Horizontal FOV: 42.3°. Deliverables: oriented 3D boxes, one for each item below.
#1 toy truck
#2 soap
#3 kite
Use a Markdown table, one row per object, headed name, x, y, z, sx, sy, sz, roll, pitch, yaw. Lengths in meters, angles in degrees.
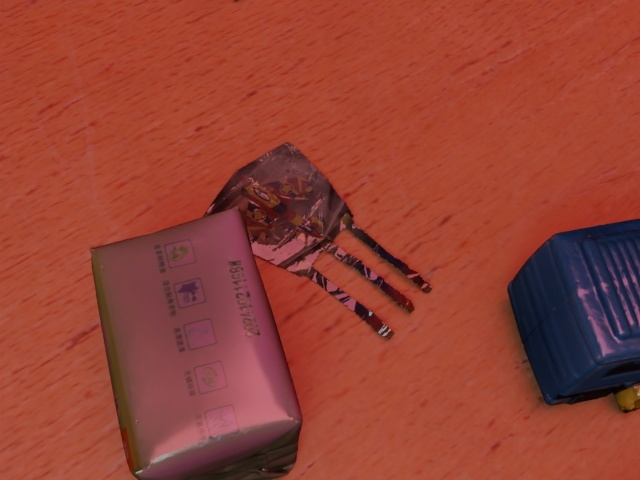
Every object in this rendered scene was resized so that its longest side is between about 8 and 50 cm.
| name | x | y | z | sx | sy | sz | roll | pitch | yaw |
| --- | --- | --- | --- | --- | --- | --- | --- | --- | --- |
| toy truck | 0.386 | 0.053 | 0.791 | 0.385 | 0.162 | 0.161 | -8 | 64 | -10 |
| soap | -0.103 | 0.106 | 0.707 | 0.139 | 0.182 | 0.199 | -13 | 66 | -11 |
| kite | 0.000 | -0.001 | 0.860 | 0.245 | 0.015 | 0.141 | 38 | 70 | 13 |
